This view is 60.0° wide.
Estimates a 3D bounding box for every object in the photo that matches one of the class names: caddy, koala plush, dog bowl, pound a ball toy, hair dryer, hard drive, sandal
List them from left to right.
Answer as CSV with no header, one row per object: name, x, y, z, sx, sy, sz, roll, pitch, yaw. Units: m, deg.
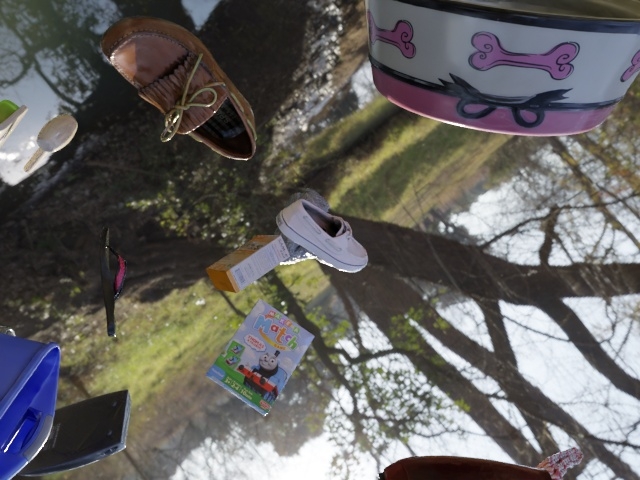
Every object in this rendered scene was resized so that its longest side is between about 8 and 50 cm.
pound a ball toy,-0.611,-0.158,0.978,0.319,0.208,0.136,-31,-152,33
caddy,-0.542,0.306,0.911,0.341,0.179,0.241,-87,-162,-62
hard drive,-0.583,0.468,1.339,0.254,0.054,0.172,-18,-143,1
sandal,-0.335,0.066,0.908,0.040,0.179,0.067,-7,168,-16
koala plush,0.000,0.000,1.473,0.203,0.221,0.196,-66,-164,-5
hair dryer,0.134,0.314,0.554,0.293,0.223,0.080,-26,130,-34
dog bowl,0.250,-0.277,0.790,0.408,0.408,0.150,-38,141,-49

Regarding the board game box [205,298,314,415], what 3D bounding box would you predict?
board game box,-0.133,0.261,1.264,0.211,0.160,0.039,-56,-179,-32

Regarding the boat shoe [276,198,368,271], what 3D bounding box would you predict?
boat shoe,0.026,-0.009,1.210,0.084,0.258,0.095,-38,-135,31

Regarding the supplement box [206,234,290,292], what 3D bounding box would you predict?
supplement box,-0.100,0.030,0.771,0.098,0.036,0.062,-35,-158,-32

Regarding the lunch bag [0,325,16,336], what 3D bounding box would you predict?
lunch bag,-0.802,0.315,1.138,0.212,0.256,0.305,123,-26,-57

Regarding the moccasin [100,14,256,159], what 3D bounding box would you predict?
moccasin,-0.226,-0.245,0.967,0.139,0.147,0.380,-27,157,7

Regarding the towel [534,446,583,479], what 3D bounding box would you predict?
towel,0.285,0.340,0.754,0.144,0.029,0.197,-47,147,16
